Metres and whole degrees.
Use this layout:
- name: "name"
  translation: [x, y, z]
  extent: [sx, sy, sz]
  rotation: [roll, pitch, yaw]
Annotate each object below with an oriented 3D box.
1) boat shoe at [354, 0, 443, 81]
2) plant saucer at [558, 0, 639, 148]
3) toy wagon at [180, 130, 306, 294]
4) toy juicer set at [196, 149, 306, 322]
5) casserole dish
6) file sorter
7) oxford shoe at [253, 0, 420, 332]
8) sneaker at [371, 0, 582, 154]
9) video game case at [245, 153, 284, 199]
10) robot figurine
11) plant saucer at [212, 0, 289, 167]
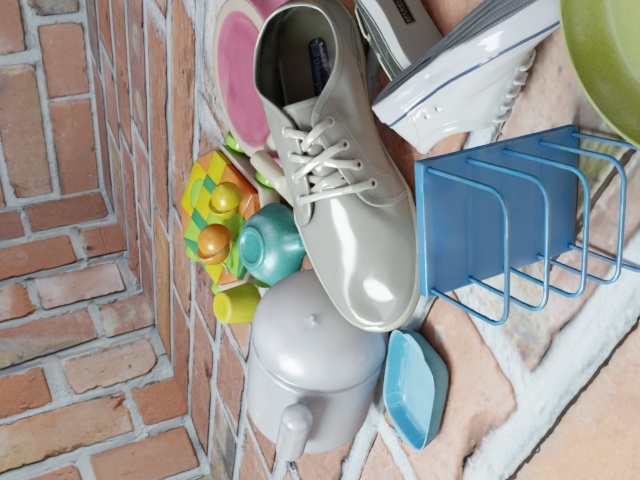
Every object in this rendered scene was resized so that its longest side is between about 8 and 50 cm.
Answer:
- name: "boat shoe"
  translation: [0.070, -0.258, 0.827]
  extent: [0.219, 0.077, 0.070]
  rotation: [68, 156, 14]
- name: "plant saucer"
  translation: [0.257, -0.168, 0.474]
  extent: [0.241, 0.037, 0.241]
  rotation: [41, 139, 48]
- name: "toy wagon"
  translation: [-0.143, -0.023, 1.322]
  extent: [0.344, 0.068, 0.267]
  rotation: [48, 125, 39]
- name: "toy juicer set"
  translation: [-0.091, -0.023, 1.170]
  extent: [0.329, 0.089, 0.209]
  rotation: [-46, 61, 41]
- name: "casserole dish"
  translation: [0.132, 0.202, 1.009]
  extent: [0.114, 0.036, 0.189]
  rotation: [50, 147, 46]
- name: "file sorter"
  translation: [0.177, -0.015, 0.598]
  extent: [0.104, 0.170, 0.118]
  rotation: [30, 130, 57]
- name: "oxford shoe"
  translation: [0.013, -0.099, 0.928]
  extent: [0.169, 0.130, 0.450]
  rotation: [-14, 88, 24]
- name: "sneaker"
  translation: [0.156, -0.160, 0.689]
  extent: [0.091, 0.094, 0.258]
  rotation: [41, 150, -14]
- name: "video game case"
  translation: [-0.126, -0.173, 1.414]
  extent: [0.212, 0.023, 0.194]
  rotation: [8, 110, 66]
- name: "robot figurine"
  translation: [-0.009, 0.184, 1.113]
  extent: [0.300, 0.199, 0.354]
  rotation: [-77, -2, -46]
- name: "plant saucer"
  translation: [-0.083, -0.256, 1.154]
  extent: [0.332, 0.084, 0.332]
  rotation: [39, 137, 49]
